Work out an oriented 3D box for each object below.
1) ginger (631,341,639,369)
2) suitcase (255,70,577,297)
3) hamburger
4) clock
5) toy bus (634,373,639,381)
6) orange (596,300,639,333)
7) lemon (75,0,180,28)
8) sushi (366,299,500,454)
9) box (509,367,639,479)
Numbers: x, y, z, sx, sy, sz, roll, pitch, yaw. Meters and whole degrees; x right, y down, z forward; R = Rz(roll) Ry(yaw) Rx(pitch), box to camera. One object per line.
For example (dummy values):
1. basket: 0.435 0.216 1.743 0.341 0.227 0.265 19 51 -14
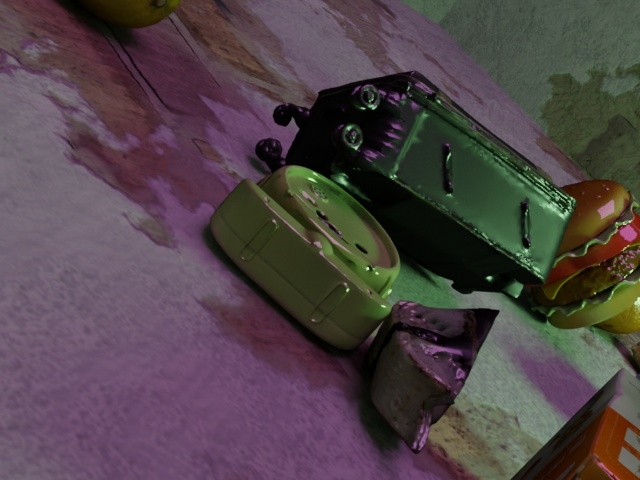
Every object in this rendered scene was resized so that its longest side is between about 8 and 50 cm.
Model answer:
1. ginger: 0.688 0.294 2.014 0.089 0.075 0.288 33 17 -36
2. suitcase: 0.149 -0.083 1.516 0.434 0.194 0.283 33 -16 -27
3. hamburger: 0.468 0.007 1.871 0.212 0.274 0.274 60 17 -11
4. clock: 0.000 0.000 1.308 0.235 0.096 0.308 41 18 0
5. toy bus: 0.539 0.290 1.638 0.234 0.134 0.116 12 33 -45
6. orange: 0.597 0.085 2.124 0.224 0.170 0.224 36 22 -17
7. lemon: -0.294 -0.403 1.515 0.207 0.170 0.170 39 19 12
8. sushi: 0.100 0.143 1.173 0.109 0.134 0.273 37 29 4
9. box: 0.260 0.280 1.007 0.143 0.225 0.341 43 19 10
